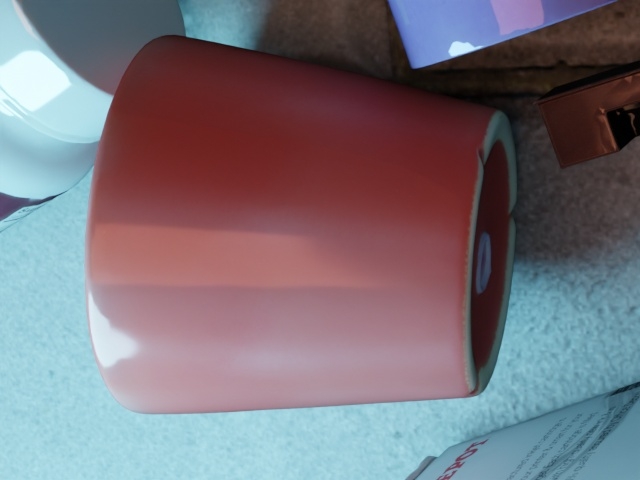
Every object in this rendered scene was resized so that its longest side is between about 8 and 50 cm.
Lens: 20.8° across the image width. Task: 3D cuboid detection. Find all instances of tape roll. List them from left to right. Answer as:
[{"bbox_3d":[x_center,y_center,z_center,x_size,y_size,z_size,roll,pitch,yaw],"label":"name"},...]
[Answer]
[{"bbox_3d":[0.133,-0.176,1.099,0.189,0.189,0.080,-16,97,30],"label":"tape roll"}]

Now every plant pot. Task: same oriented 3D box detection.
[{"bbox_3d":[0.000,0.000,1.191,0.243,0.275,0.275,6,108,14],"label":"plant pot"}]

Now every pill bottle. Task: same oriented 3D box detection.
[{"bbox_3d":[-0.304,-0.098,1.321,0.392,0.224,0.224,-29,91,31],"label":"pill bottle"}]

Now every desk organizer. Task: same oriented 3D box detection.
[{"bbox_3d":[0.216,-0.093,1.165,0.130,0.047,0.050,-17,99,30],"label":"desk organizer"}]

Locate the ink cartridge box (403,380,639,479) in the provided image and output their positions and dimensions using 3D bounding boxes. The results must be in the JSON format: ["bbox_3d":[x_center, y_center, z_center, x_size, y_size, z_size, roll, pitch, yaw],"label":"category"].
[{"bbox_3d":[0.221,0.196,1.110,0.395,0.285,0.166,-24,94,31],"label":"ink cartridge box"}]
